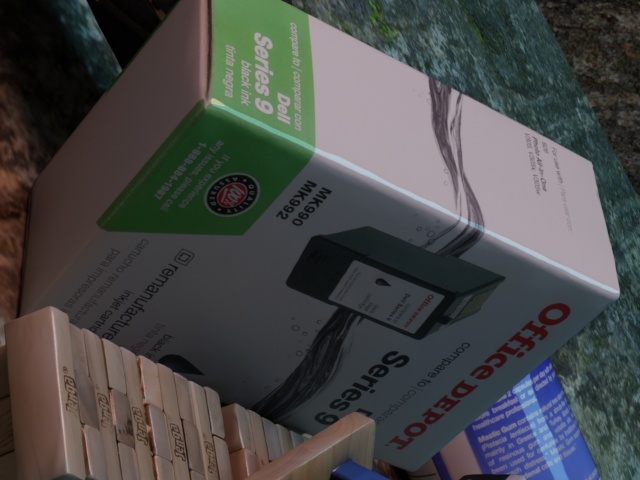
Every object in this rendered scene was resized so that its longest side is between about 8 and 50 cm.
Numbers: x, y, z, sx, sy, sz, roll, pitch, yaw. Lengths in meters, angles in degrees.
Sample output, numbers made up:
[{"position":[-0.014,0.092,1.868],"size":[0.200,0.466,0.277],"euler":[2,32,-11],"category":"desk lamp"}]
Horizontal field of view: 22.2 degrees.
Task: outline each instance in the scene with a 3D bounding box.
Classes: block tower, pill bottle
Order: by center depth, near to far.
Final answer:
[{"position":[-0.087,0.140,0.912],"size":[0.335,0.097,0.091],"euler":[39,33,-57],"category":"block tower"},{"position":[0.140,0.162,1.390],"size":[0.272,0.152,0.152],"euler":[67,19,-1],"category":"pill bottle"}]

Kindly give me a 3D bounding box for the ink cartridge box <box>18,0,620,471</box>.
[{"position":[0.000,0.000,0.964],"size":[0.289,0.211,0.122],"euler":[23,40,-26],"category":"ink cartridge box"}]

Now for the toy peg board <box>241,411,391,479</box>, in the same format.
[{"position":[-0.005,0.204,0.878],"size":[0.160,0.079,0.161],"euler":[-25,129,-45],"category":"toy peg board"}]

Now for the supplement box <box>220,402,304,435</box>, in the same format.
[{"position":[-0.039,0.089,1.103],"size":[0.056,0.083,0.083],"euler":[44,30,-46],"category":"supplement box"}]

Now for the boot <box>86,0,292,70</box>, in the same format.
[{"position":[-0.105,-0.168,1.107],"size":[0.377,0.138,0.284],"euler":[44,-22,46],"category":"boot"}]

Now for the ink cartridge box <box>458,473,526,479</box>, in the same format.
[{"position":[0.108,0.354,1.184],"size":[0.303,0.072,0.307],"euler":[-18,103,-71],"category":"ink cartridge box"}]
